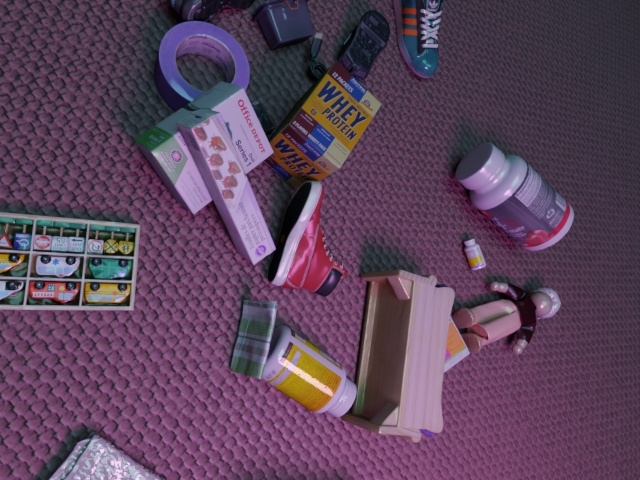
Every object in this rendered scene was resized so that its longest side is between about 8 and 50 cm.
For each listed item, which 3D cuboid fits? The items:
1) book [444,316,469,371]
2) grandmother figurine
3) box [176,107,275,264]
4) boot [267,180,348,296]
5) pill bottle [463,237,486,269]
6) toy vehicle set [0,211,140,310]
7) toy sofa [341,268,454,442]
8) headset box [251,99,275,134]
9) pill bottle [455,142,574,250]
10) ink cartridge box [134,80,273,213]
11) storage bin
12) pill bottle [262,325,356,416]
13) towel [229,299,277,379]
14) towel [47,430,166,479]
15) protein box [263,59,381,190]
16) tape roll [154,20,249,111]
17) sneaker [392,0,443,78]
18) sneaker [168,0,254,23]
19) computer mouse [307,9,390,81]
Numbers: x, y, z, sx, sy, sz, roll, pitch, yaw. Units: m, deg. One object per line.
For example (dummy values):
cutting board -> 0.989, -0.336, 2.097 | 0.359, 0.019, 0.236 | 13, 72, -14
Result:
book -> 0.315, 0.255, 1.196 | 0.096, 0.035, 0.144 | -29, 95, -24
grandmother figurine -> 0.534, 0.210, 1.278 | 0.342, 0.104, 0.208 | -15, 97, -25
box -> -0.174, -0.095, 0.893 | 0.063, 0.067, 0.324 | -37, 132, -23
boot -> 0.000, 0.000, 1.028 | 0.176, 0.088, 0.244 | 16, 97, -25
pill bottle -> 0.427, 0.038, 1.281 | 0.043, 0.043, 0.083 | -20, 90, -28
toy vehicle set -> -0.474, 0.042, 0.830 | 0.266, 0.035, 0.166 | 5, 79, -26
toy sofa -> 0.180, 0.256, 1.061 | 0.177, 0.150, 0.363 | 17, 74, -29
headset box -> -0.152, -0.274, 1.048 | 0.062, 0.032, 0.083 | -34, 99, -27
pill bottle -> 0.535, -0.126, 1.288 | 0.318, 0.176, 0.176 | 36, 68, -17
ink cartridge box -> -0.222, -0.187, 0.915 | 0.219, 0.092, 0.160 | -42, 134, -18
storage bin -> -0.078, -0.521, 1.098 | 0.135, 0.098, 0.091 | -28, 105, -28
pill bottle -> -0.029, 0.281, 0.969 | 0.215, 0.117, 0.117 | 38, 67, -16
towel -> -0.138, 0.195, 0.931 | 0.023, 0.113, 0.152 | 22, 72, -36
towel -> -0.358, 0.489, 0.808 | 0.282, 0.049, 0.187 | 42, 66, -15
protein box -> -0.007, -0.243, 1.020 | 0.136, 0.201, 0.200 | 39, 67, -16
tape roll -> -0.253, -0.360, 0.985 | 0.188, 0.080, 0.189 | 4, 80, -25
sneaker -> 0.280, -0.611, 1.272 | 0.108, 0.121, 0.302 | -11, 87, -27
sneaker -> -0.230, -0.570, 1.021 | 0.106, 0.101, 0.267 | 40, 53, 6
computer mouse -> 0.064, -0.489, 1.181 | 0.184, 0.060, 0.262 | 26, 82, -25
